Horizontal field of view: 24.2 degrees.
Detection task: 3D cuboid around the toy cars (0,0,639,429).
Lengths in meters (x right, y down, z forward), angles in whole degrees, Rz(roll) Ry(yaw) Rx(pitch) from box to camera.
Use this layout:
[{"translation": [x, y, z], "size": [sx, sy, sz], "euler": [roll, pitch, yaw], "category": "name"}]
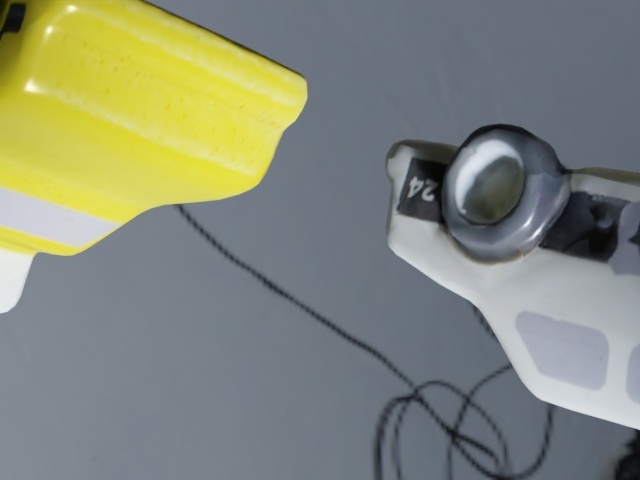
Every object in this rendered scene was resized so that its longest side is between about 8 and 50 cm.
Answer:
[{"translation": [0.000, 0.000, 0.397], "size": [0.394, 0.176, 0.087], "euler": [16, 87, 4], "category": "toy cars"}]
